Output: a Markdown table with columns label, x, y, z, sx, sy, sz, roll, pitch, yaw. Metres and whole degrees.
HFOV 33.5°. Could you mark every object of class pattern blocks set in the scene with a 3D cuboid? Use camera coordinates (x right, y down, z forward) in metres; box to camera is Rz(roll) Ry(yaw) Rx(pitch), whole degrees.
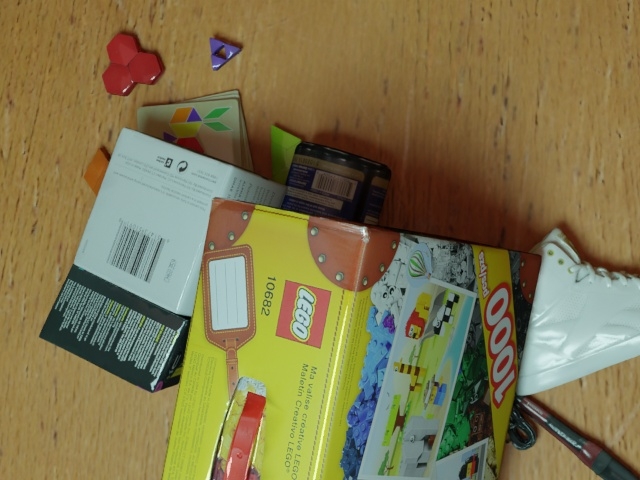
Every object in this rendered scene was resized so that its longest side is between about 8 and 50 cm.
| label | x | y | z | sx | sy | sz | roll | pitch | yaw |
| --- | --- | --- | --- | --- | --- | --- | --- | --- | --- |
| pattern blocks set | -0.162 | -0.098 | 1.365 | 0.286 | 0.026 | 0.324 | 5 | 89 | 9 |

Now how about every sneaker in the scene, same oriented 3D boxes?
| label | x | y | z | sx | sy | sz | roll | pitch | yaw |
| --- | --- | --- | --- | --- | --- | --- | --- | --- | --- |
| sneaker | 0.334 | 0.052 | 1.247 | 0.293 | 0.108 | 0.169 | -24 | 88 | 9 |

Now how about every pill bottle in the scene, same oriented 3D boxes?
| label | x | y | z | sx | sy | sz | roll | pitch | yaw |
| --- | --- | --- | --- | --- | --- | --- | --- | --- | --- |
| pill bottle | 0.000 | 0.000 | 1.290 | 0.123 | 0.123 | 0.219 | 17 | 91 | 9 |

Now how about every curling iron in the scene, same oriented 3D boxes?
| label | x | y | z | sx | sy | sz | roll | pitch | yaw |
| --- | --- | --- | --- | --- | --- | --- | --- | --- | --- |
| curling iron | 0.321 | 0.270 | 1.281 | 0.274 | 0.035 | 0.068 | 30 | 105 | 6 |

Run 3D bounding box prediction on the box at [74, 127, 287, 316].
| label | x | y | z | sx | sy | sz | roll | pitch | yaw |
| --- | --- | --- | --- | --- | --- | --- | --- | --- | --- |
| box | -0.166 | -0.018 | 1.262 | 0.181 | 0.119 | 0.181 | 21 | 92 | 32 |

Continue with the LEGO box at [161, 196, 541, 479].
| label | x | y | z | sx | sy | sz | roll | pitch | yaw |
| --- | --- | --- | --- | --- | --- | --- | --- | --- | --- |
| LEGO box | 0.028 | 0.228 | 1.127 | 0.193 | 0.373 | 0.499 | 12 | 93 | 37 |

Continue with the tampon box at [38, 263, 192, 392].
| label | x | y | z | sx | sy | sz | roll | pitch | yaw |
| --- | --- | --- | --- | --- | --- | --- | --- | --- | --- |
| tampon box | -0.240 | 0.107 | 1.324 | 0.161 | 0.120 | 0.101 | 26 | 92 | 9 |
